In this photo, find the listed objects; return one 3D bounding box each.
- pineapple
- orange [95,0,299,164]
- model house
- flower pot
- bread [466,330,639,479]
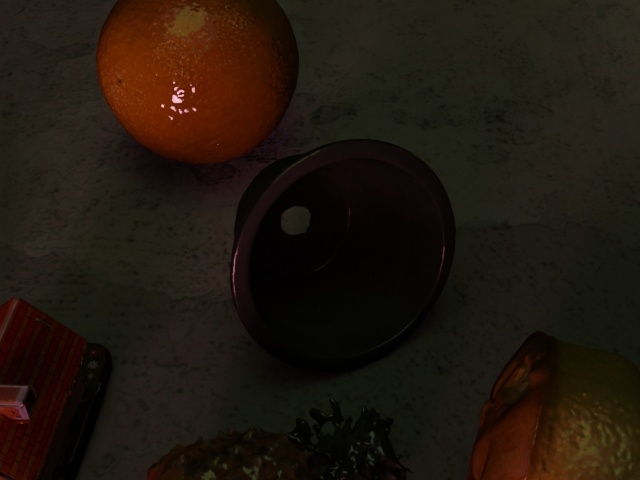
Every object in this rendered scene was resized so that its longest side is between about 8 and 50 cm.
[{"bbox_3d":[-0.025,0.243,1.069,0.279,0.157,0.158,-13,43,-28],"label":"pineapple"},{"bbox_3d":[-0.158,-0.233,1.466,0.274,0.274,0.274,-2,44,2],"label":"orange"},{"bbox_3d":[-0.354,0.173,1.136,0.207,0.154,0.293,5,45,7],"label":"model house"},{"bbox_3d":[0.000,0.000,1.257,0.269,0.269,0.166,-22,25,-19],"label":"flower pot"},{"bbox_3d":[0.202,0.217,0.984,0.148,0.269,0.269,15,46,6],"label":"bread"}]
